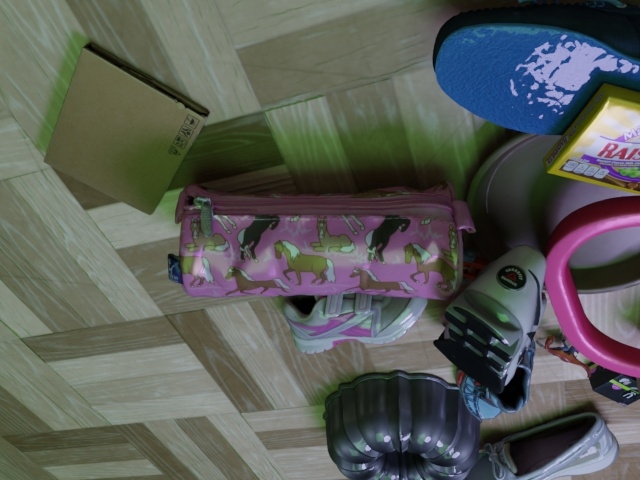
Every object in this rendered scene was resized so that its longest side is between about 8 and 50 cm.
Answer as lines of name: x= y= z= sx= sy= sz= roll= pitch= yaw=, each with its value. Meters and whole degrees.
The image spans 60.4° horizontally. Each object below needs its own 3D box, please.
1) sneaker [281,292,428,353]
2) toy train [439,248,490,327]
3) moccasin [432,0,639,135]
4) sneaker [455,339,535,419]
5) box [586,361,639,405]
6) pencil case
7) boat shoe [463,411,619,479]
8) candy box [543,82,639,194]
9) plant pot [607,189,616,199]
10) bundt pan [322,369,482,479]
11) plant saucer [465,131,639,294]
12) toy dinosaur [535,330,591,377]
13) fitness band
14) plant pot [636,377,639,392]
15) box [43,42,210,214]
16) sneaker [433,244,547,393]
sneaker: x=0.043 y=0.100 z=0.852 sx=0.252 sy=0.103 sz=0.111 roll=-20 pitch=128 yaw=22
toy train: x=0.243 y=0.075 z=0.847 sx=0.125 sy=0.046 sz=0.166 roll=11 pitch=135 yaw=10
moccasin: x=0.279 y=-0.179 z=0.567 sx=0.341 sy=0.117 sz=0.138 roll=9 pitch=144 yaw=-7
sneaker: x=0.295 y=0.246 z=0.936 sx=0.103 sy=0.125 sz=0.262 roll=3 pitch=132 yaw=5
box: x=0.517 y=0.240 z=0.953 sx=0.083 sy=0.052 sz=0.062 roll=25 pitch=130 yaw=-17
pencil case: x=0.000 y=0.000 z=0.734 sx=0.385 sy=0.167 sz=0.160 roll=1 pitch=97 yaw=6
boat shoe: x=0.420 y=0.429 z=1.101 sx=0.320 sy=0.118 sz=0.103 roll=-27 pitch=118 yaw=23
candy box: x=0.348 y=-0.089 z=0.558 sx=0.205 sy=0.027 sz=0.105 roll=11 pitch=140 yaw=-8
plant pot: x=0.484 y=-0.040 z=0.717 sx=0.236 sy=0.032 sz=0.237 roll=4 pitch=133 yaw=5
bundt pan: x=0.162 y=0.408 z=1.103 sx=0.330 sy=0.124 sz=0.331 roll=4 pitch=133 yaw=4
plant saucer: x=0.328 y=-0.041 z=0.699 sx=0.277 sy=0.041 sz=0.278 roll=12 pitch=133 yaw=13
toy dinosaur: x=0.405 y=0.183 z=0.908 sx=0.082 sy=0.090 sz=0.047 roll=5 pitch=124 yaw=-41
fitness band: x=0.402 y=0.071 z=0.693 sx=0.208 sy=0.054 sz=0.291 roll=-9 pitch=126 yaw=36
plant pot: x=0.637 y=0.191 z=0.747 sx=0.333 sy=0.334 sz=0.305 roll=24 pitch=142 yaw=-14
box: x=-0.263 y=-0.137 z=0.731 sx=0.164 sy=0.021 sz=0.201 roll=28 pitch=130 yaw=-18
sneaker: x=0.249 y=0.113 z=0.768 sx=0.122 sy=0.146 sz=0.331 roll=36 pitch=164 yaw=18
